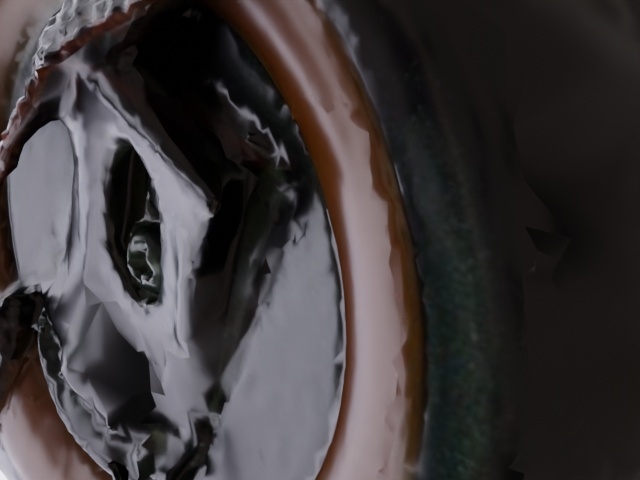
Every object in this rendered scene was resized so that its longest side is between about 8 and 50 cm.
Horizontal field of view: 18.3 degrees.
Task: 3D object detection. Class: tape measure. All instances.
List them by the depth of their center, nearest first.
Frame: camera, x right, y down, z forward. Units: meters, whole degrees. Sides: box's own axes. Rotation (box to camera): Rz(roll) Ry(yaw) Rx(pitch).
[{"bbox_3d":[0.000,0.000,0.412,0.135,0.223,0.202,-19,-132,-35],"label":"tape measure"}]
